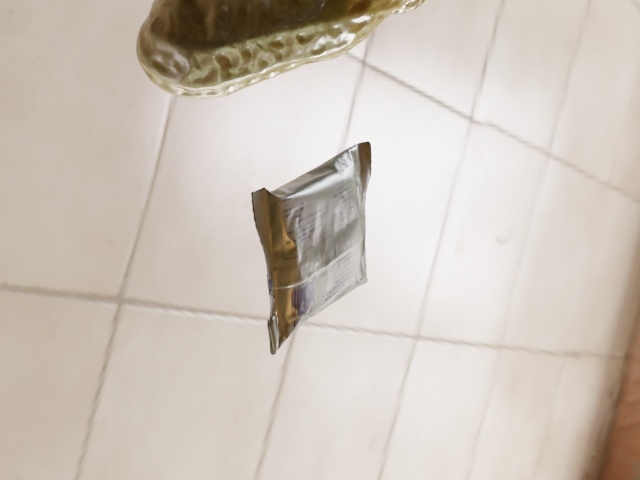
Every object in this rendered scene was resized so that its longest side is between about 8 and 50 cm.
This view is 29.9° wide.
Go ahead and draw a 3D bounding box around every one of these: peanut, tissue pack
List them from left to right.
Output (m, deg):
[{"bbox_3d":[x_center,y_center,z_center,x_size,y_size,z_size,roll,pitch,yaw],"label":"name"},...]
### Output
[{"bbox_3d":[-0.026,-0.147,0.742,0.083,0.194,0.093,20,52,-69],"label":"peanut"},{"bbox_3d":[0.000,0.000,0.937,0.193,0.026,0.122,-32,120,-61],"label":"tissue pack"}]
